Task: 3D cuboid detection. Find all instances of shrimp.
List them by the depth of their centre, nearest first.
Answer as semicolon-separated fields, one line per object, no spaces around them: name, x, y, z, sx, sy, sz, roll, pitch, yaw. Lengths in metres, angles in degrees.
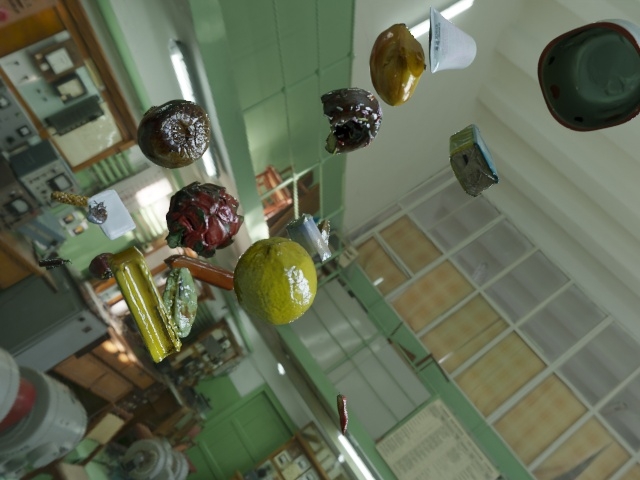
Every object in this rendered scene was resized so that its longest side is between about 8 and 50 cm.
shrimp;-0.704;-0.091;1.643;0.065;0.057;0.165;39;6;-31

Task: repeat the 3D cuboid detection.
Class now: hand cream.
hand cream;0.400;-0.615;1.652;0.117;0.358;0.186;6;-76;28

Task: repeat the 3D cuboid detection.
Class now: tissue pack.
tissue pack;0.578;-0.309;1.989;0.192;0.134;0.271;56;25;-14

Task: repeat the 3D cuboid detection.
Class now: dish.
dish;0.637;-0.382;1.182;0.256;0.117;0.256;37;-35;32

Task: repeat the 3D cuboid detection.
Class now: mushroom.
mushroom;-0.572;-0.426;2.041;0.278;0.297;0.163;49;-20;-9

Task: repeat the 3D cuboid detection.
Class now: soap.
soap;-0.530;0.190;1.568;0.204;0.096;0.325;21;-48;61

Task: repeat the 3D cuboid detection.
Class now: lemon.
lemon;-0.109;0.099;1.258;0.204;0.204;0.260;48;-25;31

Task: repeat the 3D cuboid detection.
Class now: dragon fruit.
dragon fruit;-0.273;-0.051;1.217;0.182;0.182;0.188;63;-3;-18

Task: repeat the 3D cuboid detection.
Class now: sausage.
sausage;-0.447;0.116;1.974;0.299;0.084;0.089;23;9;-25

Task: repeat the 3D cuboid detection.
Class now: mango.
mango;0.246;-0.568;1.733;0.187;0.257;0.138;26;-19;-23

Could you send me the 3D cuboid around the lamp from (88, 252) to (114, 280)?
lamp;-0.708;0.086;1.707;0.090;0.101;0.101;43;-20;25

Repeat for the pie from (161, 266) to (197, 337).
pie;-0.483;0.211;1.805;0.201;0.089;0.248;67;19;-72

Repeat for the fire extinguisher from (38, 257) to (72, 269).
fire extinguisher;-0.897;0.078;1.756;0.046;0.100;0.032;-147;-128;-69

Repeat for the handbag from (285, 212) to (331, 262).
handbag;-0.043;-0.010;1.715;0.117;0.095;0.173;-11;-70;45

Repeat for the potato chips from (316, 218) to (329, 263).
potato chips;-0.001;0.001;2.359;0.061;0.196;0.208;6;-36;11

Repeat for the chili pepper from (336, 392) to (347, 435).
chili pepper;0.085;0.650;1.948;0.045;0.027;0.178;3;-81;57

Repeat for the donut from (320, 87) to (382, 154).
donut;0.137;-0.498;2.197;0.345;0.259;0.136;84;-3;-65

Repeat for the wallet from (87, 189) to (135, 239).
wallet;-0.818;-0.101;2.031;0.183;0.124;0.032;59;-32;-2

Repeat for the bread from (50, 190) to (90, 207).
bread;-1.026;-0.170;2.144;0.052;0.157;0.044;-29;-126;58
